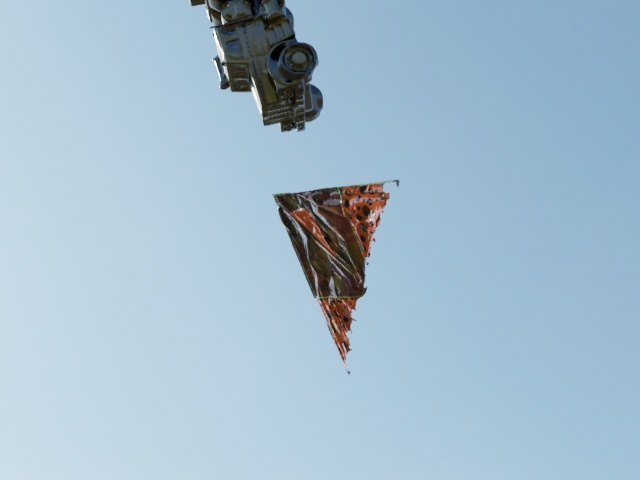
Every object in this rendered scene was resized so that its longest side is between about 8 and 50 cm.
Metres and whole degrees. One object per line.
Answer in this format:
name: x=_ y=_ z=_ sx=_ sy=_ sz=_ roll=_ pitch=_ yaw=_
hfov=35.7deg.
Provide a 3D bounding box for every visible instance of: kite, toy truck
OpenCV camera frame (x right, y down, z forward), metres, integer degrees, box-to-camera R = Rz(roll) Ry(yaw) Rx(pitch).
kite: x=-0.001 y=0.000 z=0.783 sx=0.008 sy=0.125 sz=0.222 roll=-25 pitch=-36 yaw=-30
toy truck: x=-0.082 y=-0.256 z=1.210 sx=0.127 sy=0.257 sz=0.127 roll=-19 pitch=-20 yaw=-8
